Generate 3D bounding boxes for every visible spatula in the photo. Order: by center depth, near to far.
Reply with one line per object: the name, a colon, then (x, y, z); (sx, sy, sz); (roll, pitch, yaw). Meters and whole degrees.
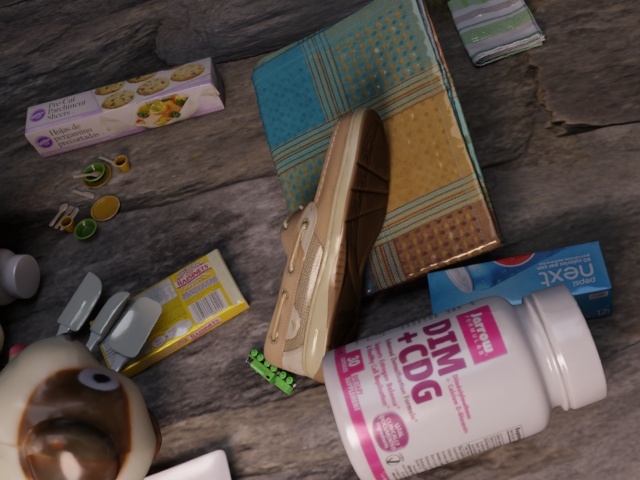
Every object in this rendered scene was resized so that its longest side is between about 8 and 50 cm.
spatula: (-0.324, 0.167, 1.280); (0.168, 0.019, 0.242); (21, 73, 32)

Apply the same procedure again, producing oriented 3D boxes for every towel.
towel: (0.063, -0.119, 1.249); (0.272, 0.040, 0.370); (-23, 74, 23)
towel: (0.264, -0.337, 1.456); (0.113, 0.023, 0.152); (-18, 53, 5)

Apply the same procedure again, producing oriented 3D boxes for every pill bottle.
pill bottle: (0.158, 0.156, 1.062); (0.283, 0.160, 0.160); (-20, 53, 4)
pill bottle: (-0.495, 0.054, 1.399); (0.152, 0.086, 0.086); (-1, 56, 17)

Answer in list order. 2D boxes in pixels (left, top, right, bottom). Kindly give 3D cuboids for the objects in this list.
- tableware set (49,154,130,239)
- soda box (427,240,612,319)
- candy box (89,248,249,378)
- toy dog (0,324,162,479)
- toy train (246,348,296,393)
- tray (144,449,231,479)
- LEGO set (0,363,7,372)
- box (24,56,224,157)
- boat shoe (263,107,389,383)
tableware set: (-0.350, -0.071, 1.476); (0.104, 0.024, 0.154); (19, 64, 28)
soda box: (0.240, 0.065, 1.157); (0.210, 0.067, 0.071); (-11, 54, 10)
candy box: (-0.208, 0.102, 1.306); (0.206, 0.027, 0.105); (-30, 51, -3)
toy dog: (-0.389, 0.266, 1.081); (0.408, 0.284, 0.395); (-28, 74, 6)
toy train: (-0.064, 0.168, 1.220); (0.083, 0.017, 0.023); (32, 82, 33)
tray: (-0.145, 0.384, 1.088); (0.145, 0.030, 0.270); (-22, 53, 4)
LEGO set: (-0.454, 0.192, 1.328); (0.083, 0.023, 0.054); (14, 62, 26)
box: (-0.315, -0.213, 1.538); (0.324, 0.063, 0.067); (-13, 52, 10)
boat shoe: (0.000, 0.000, 1.176); (0.110, 0.122, 0.340); (12, 90, 26)
